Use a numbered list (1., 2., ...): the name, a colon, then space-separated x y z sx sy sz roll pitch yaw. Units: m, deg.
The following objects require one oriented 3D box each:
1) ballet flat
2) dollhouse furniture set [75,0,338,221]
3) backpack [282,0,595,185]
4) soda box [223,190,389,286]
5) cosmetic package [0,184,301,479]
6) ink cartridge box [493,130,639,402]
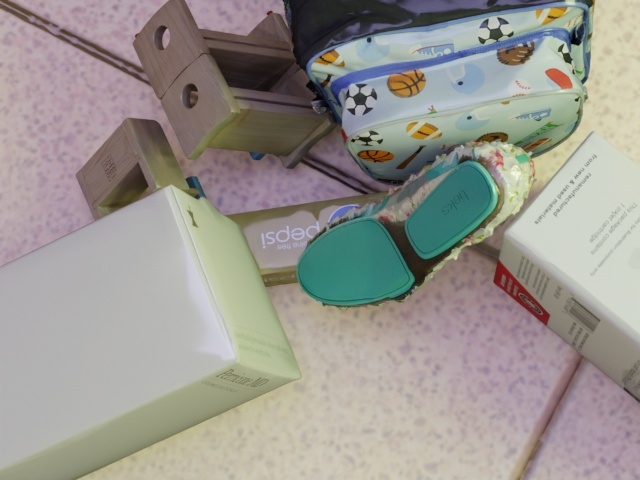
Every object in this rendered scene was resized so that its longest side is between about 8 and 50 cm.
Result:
1. ballet flat: 0.082 -0.009 1.414 0.077 0.241 0.091 -26 88 -47
2. dollhouse furniture set: -0.110 -0.100 1.534 0.183 0.129 0.129 -43 61 33
3. backpack: 0.108 -0.161 1.446 0.276 0.263 0.213 -7 84 9
4. soda box: 0.000 0.000 1.517 0.181 0.061 0.058 -9 78 2
5. cosmetic package: -0.223 0.108 1.409 0.365 0.197 0.155 -24 76 11
6. ink cartridge box: 0.279 0.060 1.418 0.273 0.197 0.114 41 82 10
